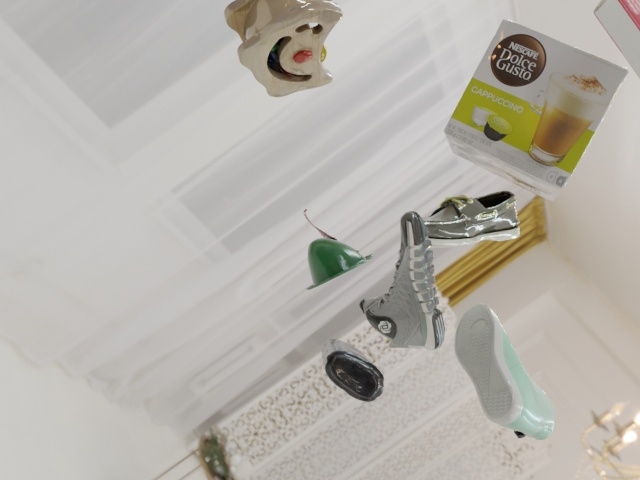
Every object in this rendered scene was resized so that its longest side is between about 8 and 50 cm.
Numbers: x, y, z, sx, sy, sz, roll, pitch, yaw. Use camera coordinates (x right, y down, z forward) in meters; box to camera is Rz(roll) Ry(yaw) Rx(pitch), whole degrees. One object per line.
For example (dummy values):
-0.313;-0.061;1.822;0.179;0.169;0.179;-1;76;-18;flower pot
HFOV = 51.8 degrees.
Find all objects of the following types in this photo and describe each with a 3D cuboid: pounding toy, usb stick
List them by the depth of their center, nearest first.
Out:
0.037;0.163;0.861;0.077;0.045;0.278;35;-5;3;usb stick
-0.055;-0.329;0.926;0.269;0.154;0.155;34;35;-72;pounding toy

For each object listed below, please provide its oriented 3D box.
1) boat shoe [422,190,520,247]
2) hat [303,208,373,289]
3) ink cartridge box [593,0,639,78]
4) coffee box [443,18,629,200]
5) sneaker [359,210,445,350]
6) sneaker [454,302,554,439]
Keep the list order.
0.261;-0.040;1.219;0.109;0.305;0.091;8;-79;49;boat shoe
0.000;0.000;1.543;0.208;0.173;0.183;-29;-92;52;hat
0.758;-0.490;1.368;0.207;0.283;0.117;57;-1;5;ink cartridge box
0.571;-0.339;1.787;0.337;0.334;0.338;29;6;15;coffee box
0.120;0.072;1.080;0.086;0.132;0.229;-8;89;-66;sneaker
0.328;0.236;1.169;0.151;0.094;0.256;34;31;-30;sneaker
